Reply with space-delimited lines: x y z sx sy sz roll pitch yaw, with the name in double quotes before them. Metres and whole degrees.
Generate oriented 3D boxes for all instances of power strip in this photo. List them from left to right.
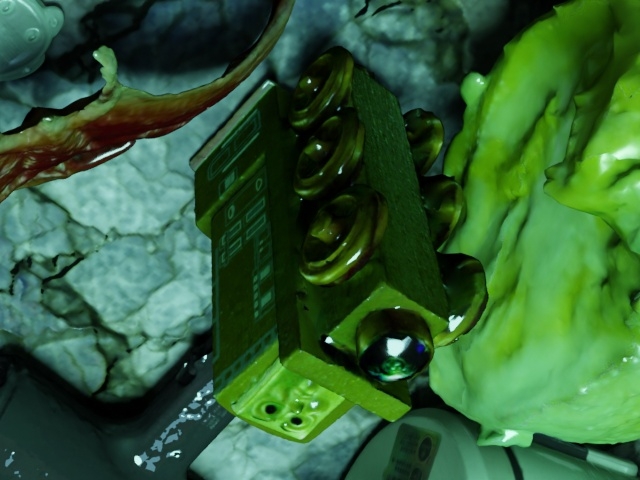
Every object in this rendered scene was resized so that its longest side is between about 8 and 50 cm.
"power strip" -0.174 -0.101 0.599 0.083 0.035 0.055 -33 121 10

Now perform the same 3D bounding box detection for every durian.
"durian" 0.181 0.002 0.617 0.340 0.204 0.256 6 141 -40

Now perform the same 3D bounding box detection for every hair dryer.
"hair dryer" -0.091 0.102 0.727 0.251 0.089 0.197 -44 117 8

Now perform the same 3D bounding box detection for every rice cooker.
"rice cooker" 0.109 0.227 0.754 0.244 0.226 0.226 18 118 -21

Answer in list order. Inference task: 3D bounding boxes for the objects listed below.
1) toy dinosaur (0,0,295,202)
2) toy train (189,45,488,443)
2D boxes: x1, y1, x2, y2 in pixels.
"toy dinosaur" -0.135 -0.083 0.554 0.327 0.206 0.113 -28 92 13
"toy train" 0.000 0.000 0.581 0.090 0.225 0.137 32 120 -27
